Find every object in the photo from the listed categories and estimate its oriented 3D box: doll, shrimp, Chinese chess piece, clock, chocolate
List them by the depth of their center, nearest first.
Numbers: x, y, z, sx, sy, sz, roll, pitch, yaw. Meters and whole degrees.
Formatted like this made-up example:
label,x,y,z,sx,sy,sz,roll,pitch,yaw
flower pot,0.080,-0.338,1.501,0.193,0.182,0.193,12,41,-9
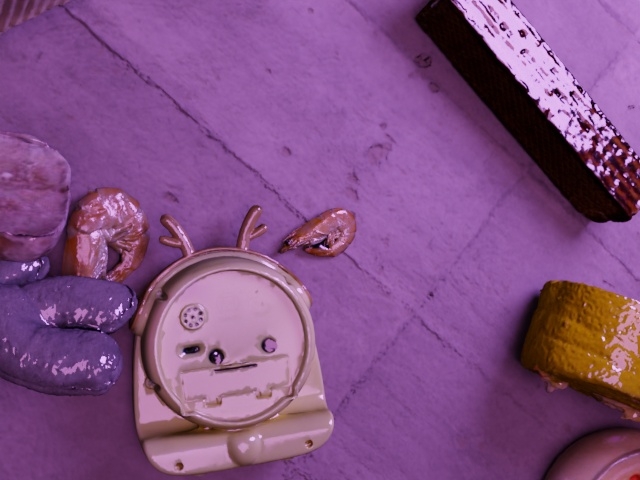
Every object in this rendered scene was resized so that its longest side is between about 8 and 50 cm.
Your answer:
label,x,y,z,sx,sy,sz,roll,pitch,yaw
chocolate,-0.426,-0.048,1.044,0.303,0.185,0.100,6,125,-13
doll,-0.377,0.110,1.050,0.340,0.158,0.246,6,50,-10
shrimp,-0.262,0.025,1.152,0.099,0.041,0.180,15,86,-30
clock,-0.114,0.115,1.159,0.235,0.096,0.308,-7,93,-15
shrimp,0.000,0.000,1.227,0.108,0.023,0.059,-32,108,-12
Chinese chess piece,0.417,0.380,1.313,0.251,0.097,0.251,-1,93,-15

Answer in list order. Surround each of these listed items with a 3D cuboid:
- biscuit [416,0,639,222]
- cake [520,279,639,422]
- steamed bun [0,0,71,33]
label,x,y,z,sx,sy,sz,roll,pitch,yaw
biscuit,0.284,-0.179,1.255,0.073,0.107,0.388,-45,102,-13
cake,0.402,0.154,1.260,0.260,0.179,0.156,21,87,-14
steamed bun,-0.439,-0.317,0.984,0.383,0.247,0.236,-25,87,-8
